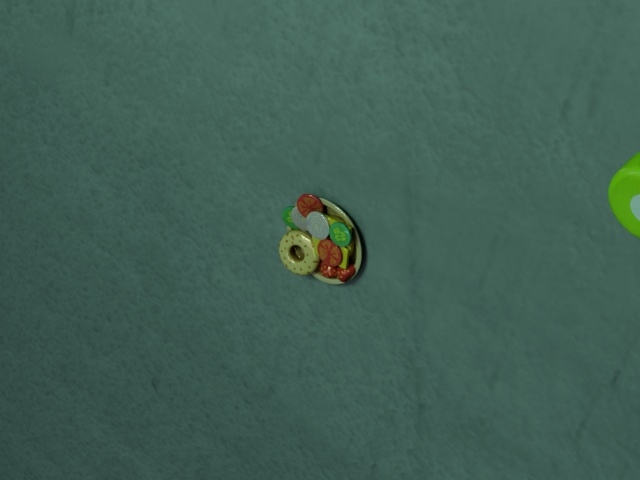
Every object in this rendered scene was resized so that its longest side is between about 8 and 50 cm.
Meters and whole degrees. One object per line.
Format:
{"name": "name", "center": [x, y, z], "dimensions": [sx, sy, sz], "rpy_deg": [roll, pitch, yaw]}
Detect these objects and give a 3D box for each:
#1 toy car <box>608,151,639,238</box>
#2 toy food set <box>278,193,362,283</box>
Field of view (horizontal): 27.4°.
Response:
{"name": "toy car", "center": [0.259, 0.007, 0.802], "dimensions": [0.149, 0.155, 0.188], "rpy_deg": [30, 142, 27]}
{"name": "toy food set", "center": [0.000, 0.000, 1.114], "dimensions": [0.083, 0.020, 0.082], "rpy_deg": [26, 128, 30]}
